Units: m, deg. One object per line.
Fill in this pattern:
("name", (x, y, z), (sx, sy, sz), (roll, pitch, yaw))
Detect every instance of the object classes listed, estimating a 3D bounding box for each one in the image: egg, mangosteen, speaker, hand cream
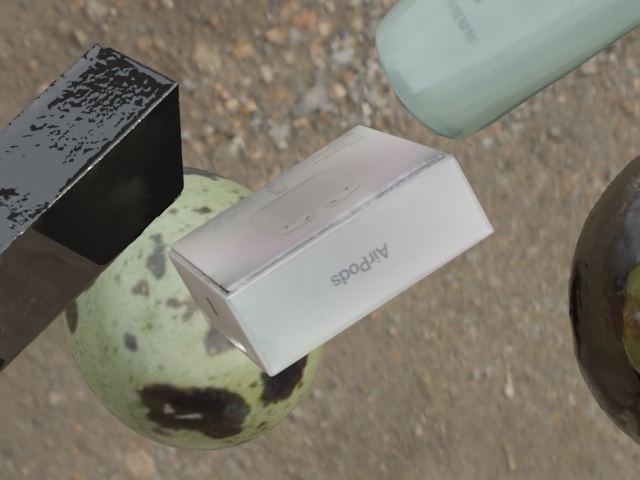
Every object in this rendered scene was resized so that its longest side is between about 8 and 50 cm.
("egg", (-0.146, 0.067, 1.879), (0.288, 0.287, 0.379), (-25, 48, -3))
("mangosteen", (0.311, 0.038, 1.144), (0.288, 0.287, 0.233), (12, 66, 18))
("speaker", (-0.142, 0.015, 0.705), (0.044, 0.082, 0.218), (30, 58, 19))
("hand cream", (0.148, -0.154, 0.710), (0.321, 0.067, 0.109), (-38, 65, 31))

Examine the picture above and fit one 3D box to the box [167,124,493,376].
("box", (0.000, 0.000, 0.849), (0.130, 0.051, 0.129), (-33, 18, -10))
